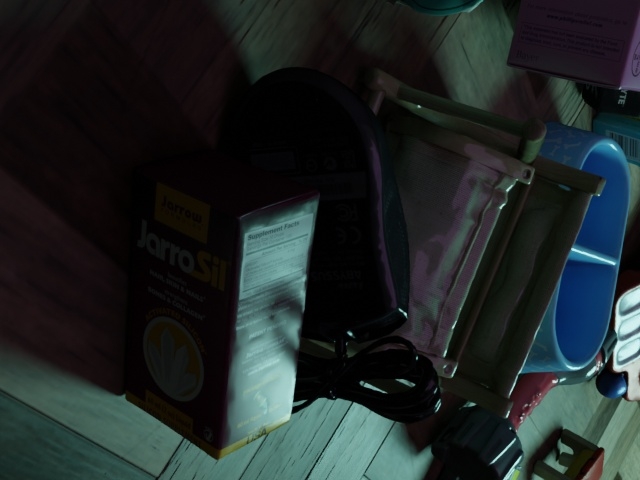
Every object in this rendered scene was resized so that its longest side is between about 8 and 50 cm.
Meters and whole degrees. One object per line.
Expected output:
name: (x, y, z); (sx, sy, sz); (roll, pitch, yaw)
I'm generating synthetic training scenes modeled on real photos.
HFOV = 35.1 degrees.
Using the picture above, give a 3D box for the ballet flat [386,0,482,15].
ballet flat: (0.054, -0.337, 0.670); (0.147, 0.147, 0.409); (-49, 146, -25)

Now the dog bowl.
dog bowl: (0.281, 0.011, 1.159); (0.166, 0.074, 0.297); (15, 84, -47)

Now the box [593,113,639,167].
box: (0.460, -0.193, 1.324); (0.244, 0.100, 0.060); (-46, 141, -28)

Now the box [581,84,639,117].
box: (0.479, -0.275, 1.156); (0.073, 0.293, 0.296); (-101, -163, -67)

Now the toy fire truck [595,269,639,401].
toy fire truck: (0.550, 0.142, 1.636); (0.254, 0.169, 0.302); (-22, 131, -16)

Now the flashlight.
flashlight: (0.272, 0.199, 1.291); (0.304, 0.103, 0.103); (-41, 99, -39)

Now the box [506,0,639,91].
box: (0.302, -0.272, 0.983); (0.213, 0.117, 0.243); (-8, 112, -55)

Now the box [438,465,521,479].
box: (0.176, 0.389, 1.338); (0.159, 0.044, 0.233); (30, 85, -57)

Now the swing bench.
swing bench: (0.114, 0.014, 0.919); (0.254, 0.165, 0.253); (18, 94, -62)

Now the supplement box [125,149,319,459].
supplement box: (-0.073, 0.043, 0.718); (0.081, 0.104, 0.188); (-20, 125, -47)

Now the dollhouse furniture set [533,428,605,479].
dollhouse furniture set: (0.339, 0.494, 1.535); (0.374, 0.152, 0.201); (-37, 137, -37)

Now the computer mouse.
computer mouse: (0.000, 0.000, 0.770); (0.072, 0.188, 0.272); (-42, 130, -61)
